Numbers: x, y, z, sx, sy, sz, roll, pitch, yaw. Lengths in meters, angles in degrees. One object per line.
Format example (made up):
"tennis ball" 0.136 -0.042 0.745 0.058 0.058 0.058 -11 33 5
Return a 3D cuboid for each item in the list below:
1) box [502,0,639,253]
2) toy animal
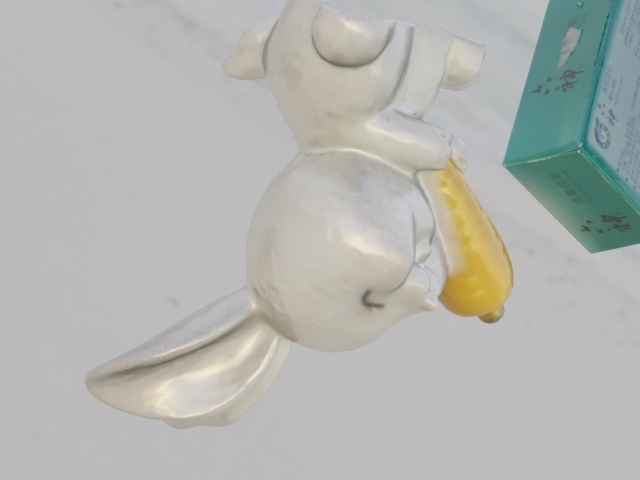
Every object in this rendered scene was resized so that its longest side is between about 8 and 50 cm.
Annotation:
"box" 0.275 -0.131 1.593 0.153 0.092 0.245 43 52 -32
"toy animal" 0.000 0.000 0.658 0.127 0.181 0.131 15 5 28
